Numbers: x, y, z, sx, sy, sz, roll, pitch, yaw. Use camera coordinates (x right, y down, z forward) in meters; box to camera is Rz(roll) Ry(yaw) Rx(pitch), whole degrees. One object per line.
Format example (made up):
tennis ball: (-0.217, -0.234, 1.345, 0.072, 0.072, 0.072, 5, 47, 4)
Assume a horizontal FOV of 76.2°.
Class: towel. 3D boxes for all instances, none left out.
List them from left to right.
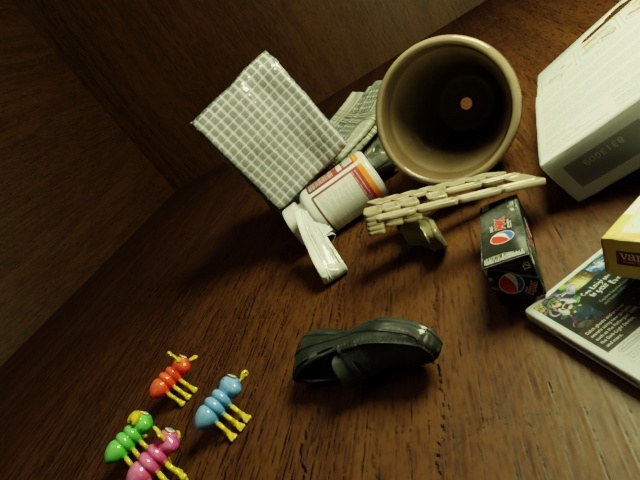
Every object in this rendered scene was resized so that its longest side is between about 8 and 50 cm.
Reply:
towel: (-0.105, -0.232, 0.911, 0.235, 0.284, 0.121, -47, 18, -3)
towel: (0.083, -0.316, 1.104, 0.324, 0.056, 0.312, -47, 22, 1)

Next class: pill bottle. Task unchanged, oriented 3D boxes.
pill bottle: (0.031, -0.089, 0.917, 0.221, 0.121, 0.121, -35, 23, 9)

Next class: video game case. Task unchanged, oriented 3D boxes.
video game case: (0.330, 0.052, 0.384, 0.190, 0.022, 0.173, -38, 24, -3)

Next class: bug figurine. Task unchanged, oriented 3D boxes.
bug figurine: (-0.240, 0.281, 0.658, 0.279, 0.072, 0.216, -6, 38, 48)

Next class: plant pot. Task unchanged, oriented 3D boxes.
plant pot: (0.273, -0.262, 0.818, 0.263, 0.263, 0.229, -17, 11, 37)

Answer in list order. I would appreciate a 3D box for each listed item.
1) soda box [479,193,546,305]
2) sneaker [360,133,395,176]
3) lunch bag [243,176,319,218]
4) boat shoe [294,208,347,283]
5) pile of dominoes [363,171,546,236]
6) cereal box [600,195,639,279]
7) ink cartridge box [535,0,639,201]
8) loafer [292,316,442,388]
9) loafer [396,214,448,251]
soda box: (0.240, 0.006, 0.520, 0.053, 0.060, 0.169, -21, 19, 30)
sneaker: (0.153, -0.245, 1.079, 0.135, 0.097, 0.276, -27, 27, 20)
lunch bag: (-0.116, -0.181, 1.099, 0.160, 0.262, 0.223, -39, 21, -8)
boat shoe: (0.000, 0.000, 0.809, 0.063, 0.066, 0.184, -23, 48, -2)
pile of dominoes: (0.196, -0.060, 0.659, 0.251, 0.040, 0.196, -13, 12, 9)
cereal box: (0.402, -0.036, 0.367, 0.240, 0.047, 0.173, -33, 22, -25)
ink cartridge box: (0.471, -0.265, 0.585, 0.308, 0.091, 0.385, -44, 11, 44)
loafer: (0.049, 0.150, 0.518, 0.223, 0.076, 0.078, -20, 33, 42)
loafer: (0.167, -0.011, 0.684, 0.050, 0.056, 0.148, -34, 14, 6)
